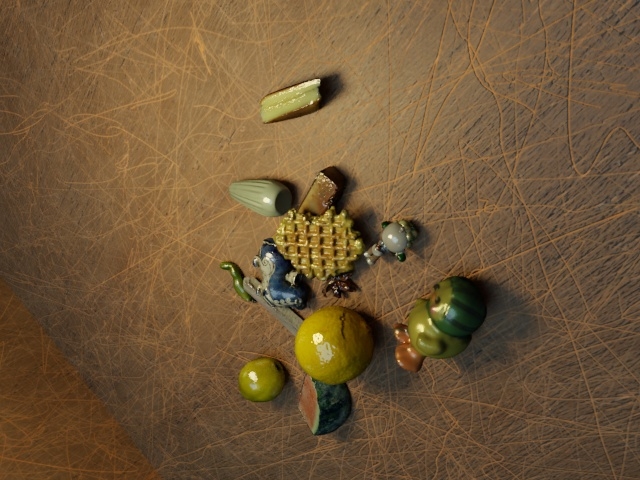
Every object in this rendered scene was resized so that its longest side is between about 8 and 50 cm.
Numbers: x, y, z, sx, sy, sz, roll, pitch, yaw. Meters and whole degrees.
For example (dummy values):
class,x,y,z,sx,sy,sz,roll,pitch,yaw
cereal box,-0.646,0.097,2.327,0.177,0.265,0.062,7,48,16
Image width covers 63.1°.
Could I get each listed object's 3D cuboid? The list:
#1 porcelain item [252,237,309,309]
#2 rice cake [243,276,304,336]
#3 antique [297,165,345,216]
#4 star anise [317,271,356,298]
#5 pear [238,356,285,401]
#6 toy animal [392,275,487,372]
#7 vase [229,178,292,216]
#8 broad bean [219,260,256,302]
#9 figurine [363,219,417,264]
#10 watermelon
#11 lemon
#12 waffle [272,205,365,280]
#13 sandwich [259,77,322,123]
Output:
class,x,y,z,sx,sy,sz,roll,pitch,yaw
porcelain item,-0.138,0.129,1.914,0.187,0.138,0.287,13,119,23
rice cake,-0.162,0.270,2.033,0.365,0.056,0.072,40,145,10
antique,-0.016,-0.104,1.758,0.093,0.087,0.309,39,126,10
star anise,0.054,0.136,1.839,0.168,0.057,0.167,10,117,21
pear,-0.242,0.576,2.150,0.198,0.198,0.198,14,118,28
toy animal,0.378,0.256,1.605,0.191,0.216,0.338,27,124,-12
vase,-0.221,-0.159,1.849,0.248,0.128,0.128,16,119,36
broad bean,-0.331,0.170,2.109,0.070,0.048,0.213,-34,93,29
figurine,0.223,0.008,1.655,0.197,0.094,0.147,-45,61,46
watermelon,-0.015,0.623,2.059,0.226,0.148,0.318,-9,104,43
lemon,0.047,0.362,1.812,0.293,0.293,0.292,14,118,28
waffle,-0.008,0.003,1.726,0.301,0.058,0.281,-19,114,27
sandwich,-0.078,-0.440,1.644,0.258,0.096,0.094,-7,100,37
